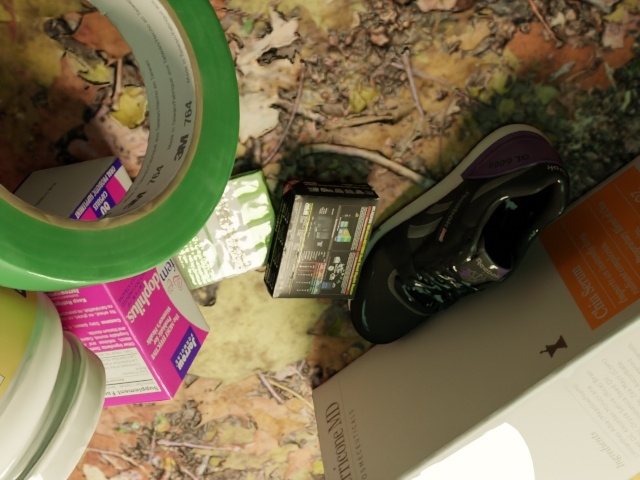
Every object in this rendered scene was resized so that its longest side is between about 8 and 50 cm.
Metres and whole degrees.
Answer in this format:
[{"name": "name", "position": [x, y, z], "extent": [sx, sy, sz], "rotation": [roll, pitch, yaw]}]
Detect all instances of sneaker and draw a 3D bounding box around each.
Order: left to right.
[{"name": "sneaker", "position": [0.130, 0.012, 1.096], "extent": [0.107, 0.124, 0.283], "rotation": [33, 110, -21]}]

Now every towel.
[{"name": "towel", "position": [-0.118, -0.008, 1.119], "extent": [0.152, 0.023, 0.113], "rotation": [-16, 121, 0]}]

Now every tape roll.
[{"name": "tape roll", "position": [-0.214, -0.121, 0.889], "extent": [0.077, 0.321, 0.321], "rotation": [-11, 130, 48]}]

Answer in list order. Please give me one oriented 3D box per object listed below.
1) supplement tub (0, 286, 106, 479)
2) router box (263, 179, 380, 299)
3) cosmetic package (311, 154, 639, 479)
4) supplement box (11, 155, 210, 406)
[{"name": "supplement tub", "position": [-0.368, 0.089, 0.904], "extent": [0.241, 0.241, 0.331], "rotation": [-39, 121, 14]}, {"name": "router box", "position": [0.000, 0.000, 1.113], "extent": [0.092, 0.038, 0.122], "rotation": [3, 118, -22]}, {"name": "cosmetic package", "position": [0.220, 0.138, 1.118], "extent": [0.453, 0.230, 0.161], "rotation": [-38, 115, 13]}, {"name": "supplement box", "position": [-0.213, 0.045, 1.065], "extent": [0.114, 0.111, 0.220], "rotation": [-8, 123, 25]}]
